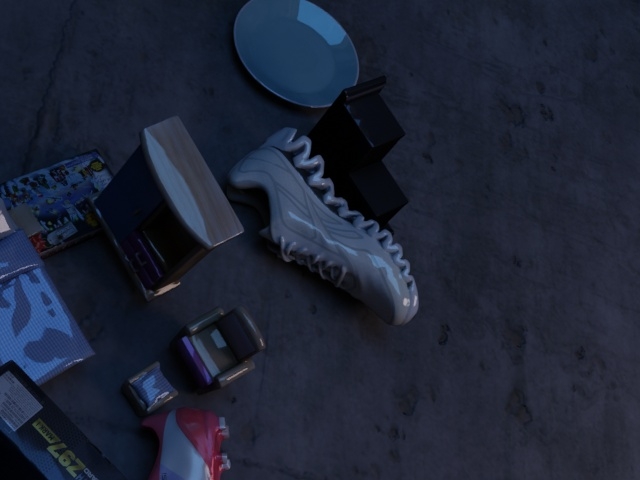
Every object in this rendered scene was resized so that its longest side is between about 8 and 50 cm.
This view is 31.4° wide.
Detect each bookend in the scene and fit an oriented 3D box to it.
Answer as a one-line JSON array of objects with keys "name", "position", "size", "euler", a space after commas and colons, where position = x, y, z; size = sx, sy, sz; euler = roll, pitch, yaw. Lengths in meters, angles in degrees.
[{"name": "bookend", "position": [0.061, -0.094, 1.427], "size": [0.072, 0.157, 0.156], "euler": [-24, 75, -36]}]

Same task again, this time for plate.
[{"name": "plate", "position": [-0.035, -0.256, 1.555], "size": [0.188, 0.024, 0.188], "euler": [14, 58, -22]}]

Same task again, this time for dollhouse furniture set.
[{"name": "dollhouse furniture set", "position": [-0.239, 0.065, 1.129], "size": [0.303, 0.198, 0.286], "euler": [-29, 86, -32]}]

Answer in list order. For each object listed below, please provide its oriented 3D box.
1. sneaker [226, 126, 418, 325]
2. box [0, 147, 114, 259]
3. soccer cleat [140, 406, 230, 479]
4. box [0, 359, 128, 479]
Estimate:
[{"name": "sneaker", "position": [0.000, 0.000, 1.382], "size": [0.118, 0.110, 0.292], "euler": [-33, 73, -30]}, {"name": "box", "position": [-0.289, -0.041, 1.287], "size": [0.137, 0.027, 0.094], "euler": [-27, 79, -37]}, {"name": "soccer cleat", "position": [-0.139, 0.291, 1.155], "size": [0.095, 0.083, 0.248], "euler": [-3, 66, 3]}, {"name": "box", "position": [-0.246, 0.239, 1.047], "size": [0.233, 0.183, 0.059], "euler": [47, 52, 2]}]
